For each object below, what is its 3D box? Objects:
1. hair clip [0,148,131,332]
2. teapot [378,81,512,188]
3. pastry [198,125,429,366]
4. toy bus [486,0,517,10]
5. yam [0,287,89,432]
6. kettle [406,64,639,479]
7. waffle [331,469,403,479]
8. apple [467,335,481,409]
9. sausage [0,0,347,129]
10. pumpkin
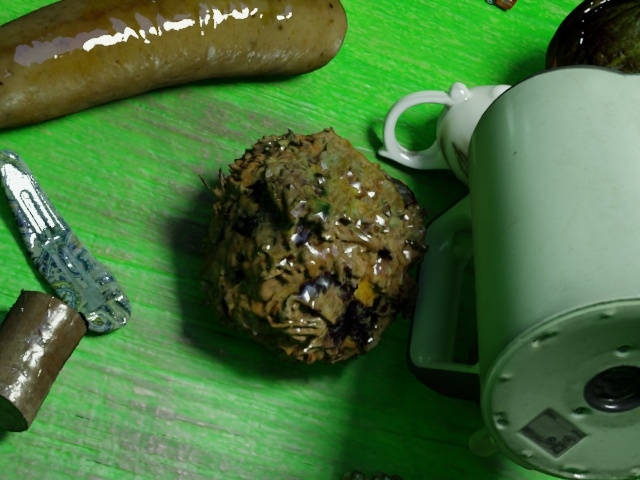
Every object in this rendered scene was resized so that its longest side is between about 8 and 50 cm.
[{"bbox_3d":[-0.278,0.002,1.336,0.066,0.036,0.229,-33,87,-27],"label":"hair clip"},{"bbox_3d":[0.222,-0.104,1.546,0.298,0.139,0.204,29,31,-4],"label":"teapot"},{"bbox_3d":[0.000,0.000,1.362,0.275,0.193,0.274,9,59,-15],"label":"pastry"},{"bbox_3d":[0.222,-0.357,1.721,0.110,0.043,0.031,30,58,-7],"label":"toy bus"},{"bbox_3d":[-0.292,0.116,1.248,0.084,0.084,0.127,32,56,-6],"label":"yam"},{"bbox_3d":[0.235,0.046,1.287,0.250,0.361,0.376,32,35,-26],"label":"kettle"},{"bbox_3d":[0.067,0.331,1.320,0.169,0.036,0.183,21,61,-15],"label":"waffle"},{"bbox_3d":[0.237,0.147,1.428,0.147,0.146,0.146,10,62,-19],"label":"apple"},{"bbox_3d":[-0.192,-0.227,1.438,0.501,0.123,0.136,-15,101,-28],"label":"sausage"},{"bbox_3d":[0.413,-0.168,1.562,0.192,0.320,0.320,-36,81,3],"label":"pumpkin"}]
